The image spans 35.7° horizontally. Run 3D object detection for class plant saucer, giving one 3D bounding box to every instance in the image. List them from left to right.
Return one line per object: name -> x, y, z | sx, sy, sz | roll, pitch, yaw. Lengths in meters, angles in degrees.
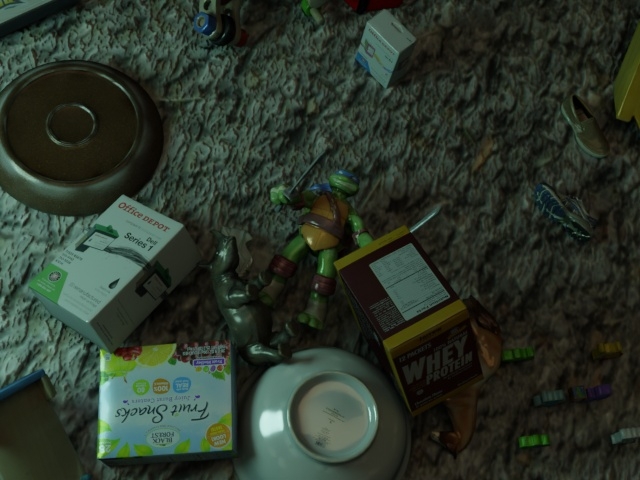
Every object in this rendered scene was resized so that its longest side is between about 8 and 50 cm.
plant saucer -> -0.428, -0.191, 1.718 | 0.310, 0.050, 0.311 | 3, 67, -7

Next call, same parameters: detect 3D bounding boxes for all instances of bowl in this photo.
bowl -> 0.009, 0.285, 1.536 | 0.297, 0.134, 0.298 | 3, 65, -8

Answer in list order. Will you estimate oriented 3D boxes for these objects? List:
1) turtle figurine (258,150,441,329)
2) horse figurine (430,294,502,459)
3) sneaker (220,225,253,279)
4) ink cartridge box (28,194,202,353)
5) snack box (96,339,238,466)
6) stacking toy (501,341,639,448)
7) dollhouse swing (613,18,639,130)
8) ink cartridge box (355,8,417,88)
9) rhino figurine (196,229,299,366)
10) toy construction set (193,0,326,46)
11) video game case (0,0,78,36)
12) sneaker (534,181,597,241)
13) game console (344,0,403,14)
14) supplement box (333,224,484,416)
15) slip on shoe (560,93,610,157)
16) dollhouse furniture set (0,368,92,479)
turtle figurine -> 0.000, 0.000, 1.603 | 0.197, 0.274, 0.266 | 27, 86, -32
horse figurine -> 0.228, 0.203, 1.642 | 0.174, 0.066, 0.263 | 37, 63, 2
sneaker -> -0.142, 0.046, 1.658 | 0.061, 0.054, 0.152 | 6, 65, -10
ink cartridge box -> -0.322, 0.048, 1.574 | 0.160, 0.093, 0.219 | 24, 61, 34
snack box -> -0.232, 0.250, 1.525 | 0.207, 0.070, 0.175 | -4, 67, 4
stacking toy -> 0.419, 0.260, 1.663 | 0.221, 0.052, 0.167 | -3, 66, -9
dollhouse swing -> 0.768, -0.340, 1.975 | 0.346, 0.305, 0.315 | 18, 106, -2
ink cartridge box -> 0.120, -0.354, 1.837 | 0.052, 0.122, 0.088 | -39, 77, -22
rhino figurine -> -0.123, 0.091, 1.567 | 0.073, 0.106, 0.243 | -19, 78, -46
toy construction set -> -0.124, -0.520, 1.836 | 0.308, 0.257, 0.237 | -7, 54, -33
video game case -> -0.602, -0.483, 1.795 | 0.274, 0.035, 0.248 | -27, 73, -8
sneaker -> 0.448, -0.059, 1.810 | 0.135, 0.052, 0.058 | 46, 57, 3
game console -> 0.098, -0.506, 1.888 | 0.124, 0.144, 0.085 | 44, 66, 11
supplement box -> 0.136, 0.124, 1.521 | 0.129, 0.191, 0.194 | -27, 48, -5
slip on shoe -> 0.507, -0.219, 1.887 | 0.051, 0.041, 0.135 | -20, 71, -17
dollhouse furniture set -> -0.482, 0.385, 1.449 | 0.303, 0.198, 0.287 | -33, 98, -52
